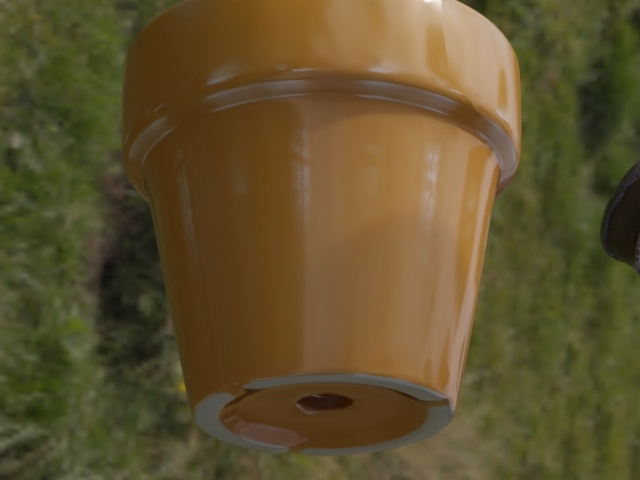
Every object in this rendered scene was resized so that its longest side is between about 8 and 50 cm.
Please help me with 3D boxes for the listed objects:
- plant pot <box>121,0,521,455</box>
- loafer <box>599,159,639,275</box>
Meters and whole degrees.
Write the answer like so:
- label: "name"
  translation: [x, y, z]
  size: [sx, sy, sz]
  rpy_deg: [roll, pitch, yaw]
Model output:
- label: "plant pot"
  translation: [0.000, 0.000, 0.965]
  size: [0.205, 0.205, 0.188]
  rpy_deg: [45, 40, -58]
- label: "loafer"
  translation: [0.411, -0.001, 1.584]
  size: [0.130, 0.365, 0.134]
  rpy_deg: [-109, -154, -58]
